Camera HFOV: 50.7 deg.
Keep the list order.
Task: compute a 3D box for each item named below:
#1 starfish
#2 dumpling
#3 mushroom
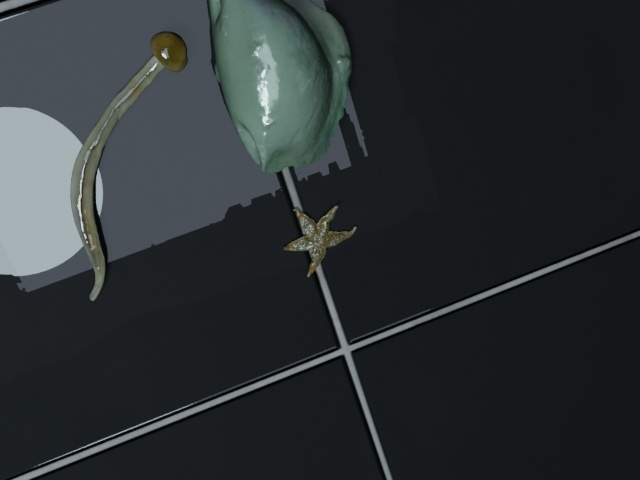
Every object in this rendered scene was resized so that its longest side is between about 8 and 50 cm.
[{"bbox_3d":[0.000,0.000,0.803,0.092,0.016,0.086,-9,111,-13],"label":"starfish"},{"bbox_3d":[-0.045,-0.182,0.699,0.104,0.149,0.217,-11,107,32],"label":"dumpling"},{"bbox_3d":[-0.220,-0.078,0.716,0.068,0.043,0.306,27,102,6],"label":"mushroom"}]
